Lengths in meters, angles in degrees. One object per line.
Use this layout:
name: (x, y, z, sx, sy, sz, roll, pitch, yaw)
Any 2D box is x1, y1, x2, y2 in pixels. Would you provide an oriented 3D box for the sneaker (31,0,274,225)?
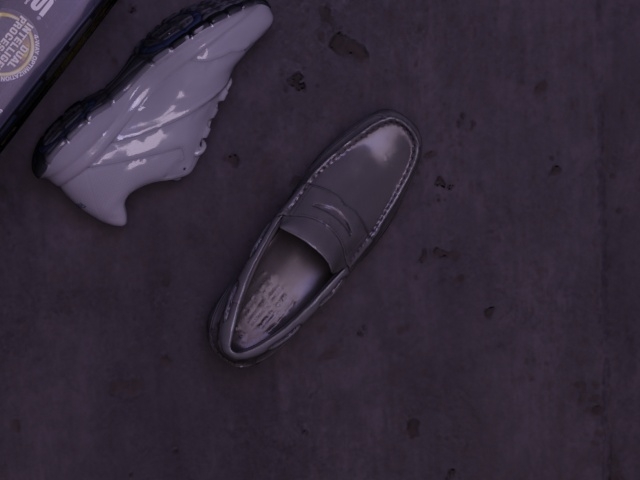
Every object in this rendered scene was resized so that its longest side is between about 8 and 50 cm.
sneaker: (-0.158, -0.140, 1.697, 0.297, 0.111, 0.129, -42, 112, 1)

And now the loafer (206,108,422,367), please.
loafer: (0.000, 0.000, 1.704, 0.112, 0.111, 0.319, 35, 89, -7)

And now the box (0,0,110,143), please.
box: (-0.335, -0.126, 1.556, 0.097, 0.318, 0.395, 38, 88, -7)
